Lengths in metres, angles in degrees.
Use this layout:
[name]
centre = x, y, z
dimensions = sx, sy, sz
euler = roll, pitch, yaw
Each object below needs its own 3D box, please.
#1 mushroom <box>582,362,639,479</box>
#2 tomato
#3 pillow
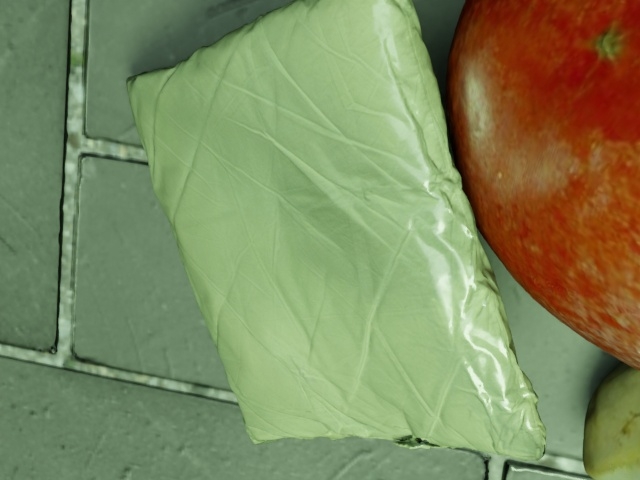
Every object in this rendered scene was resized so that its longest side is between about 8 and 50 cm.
[mushroom]
centre = 0.272, 0.219, 0.676
dimensions = 0.159, 0.122, 0.329
euler = -37, 90, 11
[tomato]
centre = 0.178, -0.075, 0.541
dimensions = 0.338, 0.143, 0.338
euler = -5, 83, 49
[pillow]
centre = -0.001, -0.001, 0.675
dimensions = 0.280, 0.076, 0.274
euler = -11, 101, 53
